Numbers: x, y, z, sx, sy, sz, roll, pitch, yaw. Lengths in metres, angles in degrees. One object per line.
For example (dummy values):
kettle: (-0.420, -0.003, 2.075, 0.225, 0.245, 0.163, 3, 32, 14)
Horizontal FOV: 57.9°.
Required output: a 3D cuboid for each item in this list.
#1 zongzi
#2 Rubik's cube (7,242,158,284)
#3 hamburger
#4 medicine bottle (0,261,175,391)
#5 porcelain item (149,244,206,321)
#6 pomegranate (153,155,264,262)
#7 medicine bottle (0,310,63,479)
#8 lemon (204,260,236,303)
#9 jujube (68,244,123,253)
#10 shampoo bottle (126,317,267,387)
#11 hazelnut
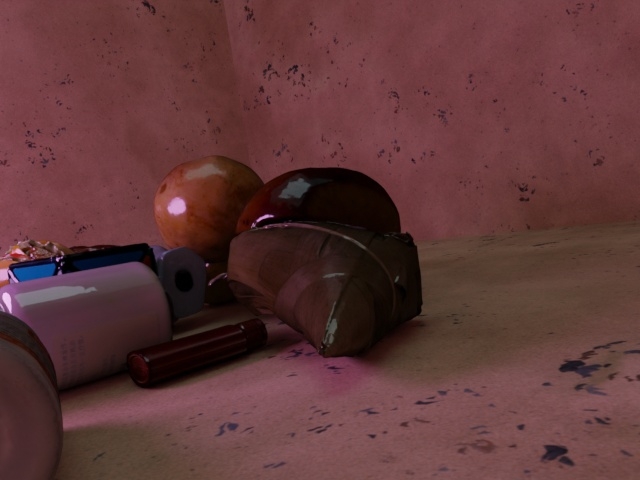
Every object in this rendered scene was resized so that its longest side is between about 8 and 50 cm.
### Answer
zongzi: (-0.095, 0.075, 1.084, 0.501, 0.218, 0.467, 7, 7, 26)
Rubik's cube: (-0.544, 0.148, 1.364, 0.250, 0.246, 0.248, -8, 2, 36)
hamburger: (-0.753, 0.145, 1.510, 0.275, 0.274, 0.212, -8, 23, 12)
medicine bottle: (-0.487, 0.171, 1.082, 0.379, 0.213, 0.214, -10, 3, -41)
porcelain item: (-0.506, 0.136, 1.617, 0.406, 0.242, 0.179, -11, -19, 37)
pomegranate: (-0.326, -0.100, 1.696, 0.339, 0.337, 0.338, -9, 3, 0)
medicine bottle: (-0.407, 0.185, 0.649, 0.211, 0.210, 0.371, -10, 3, -26)
lemon: (-0.338, 0.079, 1.922, 0.322, 0.268, 0.268, -13, 4, -13)
jujube: (-0.802, 0.149, 1.965, 0.277, 0.276, 0.377, -6, 11, 42)
shampoo bottle: (-0.220, 0.204, 1.084, 0.260, 0.064, 0.102, -12, 3, -41)
hazelnut: (0.000, 0.000, 1.538, 0.430, 0.401, 0.402, -21, 9, -32)
